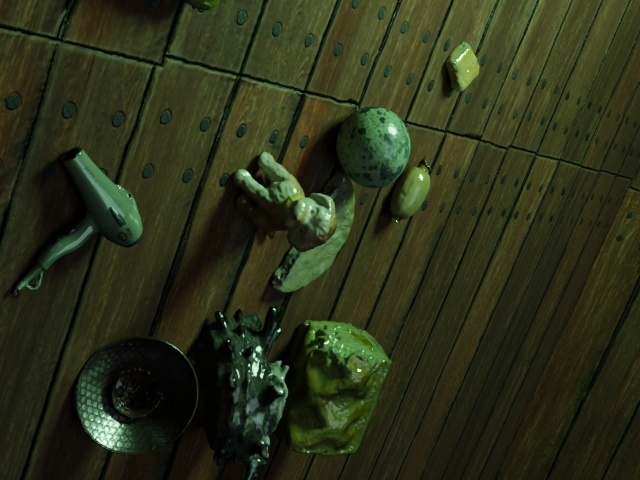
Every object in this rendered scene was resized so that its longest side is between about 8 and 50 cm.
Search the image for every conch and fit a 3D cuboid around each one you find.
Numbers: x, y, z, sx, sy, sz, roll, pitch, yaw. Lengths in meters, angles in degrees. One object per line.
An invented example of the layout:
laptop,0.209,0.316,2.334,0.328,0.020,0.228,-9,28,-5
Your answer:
conch,-0.129,0.264,1.614,0.241,0.186,0.313,-52,139,-67

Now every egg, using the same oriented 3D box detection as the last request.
egg,0.095,-0.162,1.620,0.132,0.132,0.172,-47,157,-20

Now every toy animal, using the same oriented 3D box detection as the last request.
toy animal,-0.040,-0.030,1.484,0.104,0.185,0.184,-46,145,-24

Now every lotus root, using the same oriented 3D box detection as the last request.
lotus root,0.188,-0.101,1.858,0.073,0.062,0.150,24,96,-58

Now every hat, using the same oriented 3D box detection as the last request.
hat,-0.295,0.238,1.447,0.193,0.082,0.193,-2,97,-16

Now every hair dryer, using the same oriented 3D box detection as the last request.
hair dryer,-0.345,-0.032,1.209,0.199,0.067,0.167,-27,127,-21

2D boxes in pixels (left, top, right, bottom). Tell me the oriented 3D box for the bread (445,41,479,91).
bread,0.285,-0.350,1.829,0.070,0.035,0.083,-50,139,-18

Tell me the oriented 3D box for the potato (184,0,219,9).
potato,-0.163,-0.382,1.133,0.117,0.090,0.226,-52,154,-25

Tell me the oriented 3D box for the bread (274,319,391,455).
bread,0.013,0.298,1.815,0.196,0.238,0.252,20,96,-16

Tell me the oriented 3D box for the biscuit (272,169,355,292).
biscuit,0.003,-0.002,1.708,0.250,0.032,0.133,-61,147,-1
